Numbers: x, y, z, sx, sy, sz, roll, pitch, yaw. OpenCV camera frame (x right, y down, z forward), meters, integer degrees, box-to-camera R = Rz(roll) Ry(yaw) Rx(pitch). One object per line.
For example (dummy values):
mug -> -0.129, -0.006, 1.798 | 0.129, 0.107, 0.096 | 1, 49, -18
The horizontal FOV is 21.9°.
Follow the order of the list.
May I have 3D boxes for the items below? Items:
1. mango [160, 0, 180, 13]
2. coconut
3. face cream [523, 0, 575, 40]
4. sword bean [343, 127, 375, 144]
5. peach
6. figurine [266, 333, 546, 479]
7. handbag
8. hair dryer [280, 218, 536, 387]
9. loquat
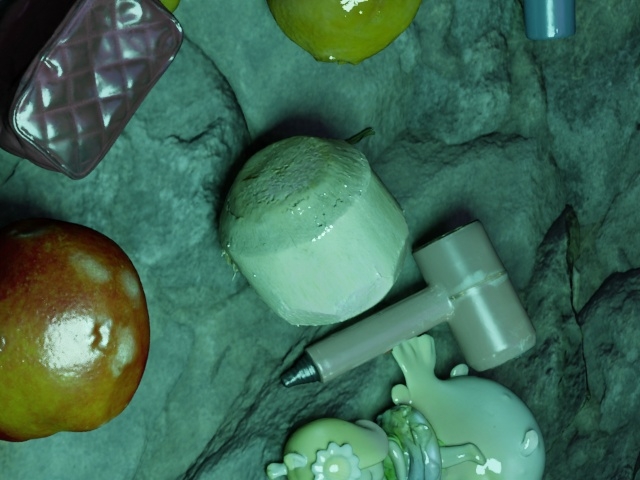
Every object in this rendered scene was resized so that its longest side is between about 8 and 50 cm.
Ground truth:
mango -> -0.173, -0.339, 1.806 | 0.102, 0.085, 0.184 | 1, 112, -44
coconut -> 0.000, 0.000, 1.973 | 0.224, 0.224, 0.234 | -42, 129, -25
face cream -> 0.298, -0.462, 2.195 | 0.135, 0.086, 0.385 | -15, 108, -38
sword bean -> 0.037, -0.126, 2.104 | 0.083, 0.012, 0.012 | -27, 119, -35
peach -> -0.296, 0.091, 1.740 | 0.243, 0.199, 0.244 | -8, 108, -26
figurine -> 0.106, 0.261, 2.198 | 0.394, 0.226, 0.275 | -4, 74, -30
handbag -> -0.264, -0.184, 1.735 | 0.146, 0.135, 0.225 | 41, 79, -42
hair dryer -> 0.104, 0.125, 2.165 | 0.344, 0.107, 0.189 | -26, 88, -16
loquat -> 0.031, -0.321, 1.921 | 0.187, 0.176, 0.234 | 14, 95, -9
